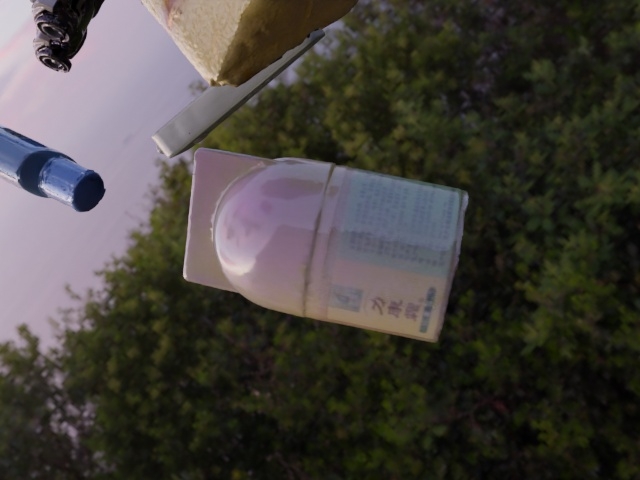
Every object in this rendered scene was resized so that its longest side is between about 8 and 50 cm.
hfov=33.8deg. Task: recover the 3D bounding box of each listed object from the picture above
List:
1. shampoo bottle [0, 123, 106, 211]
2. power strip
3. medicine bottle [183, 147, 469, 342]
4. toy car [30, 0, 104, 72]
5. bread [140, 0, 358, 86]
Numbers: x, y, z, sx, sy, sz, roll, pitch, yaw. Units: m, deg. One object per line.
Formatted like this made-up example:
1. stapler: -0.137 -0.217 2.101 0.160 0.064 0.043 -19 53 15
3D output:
1. shampoo bottle: -0.375 -0.101 1.308 0.104 0.258 0.061 13 -81 -60
2. power strip: -0.154 -0.261 1.840 0.385 0.062 0.091 -36 4 27
3. medicine bottle: 0.000 0.000 1.568 0.236 0.406 0.236 11 -90 -86
4. toy car: -0.476 -0.430 1.955 0.301 0.118 0.193 144 147 -70
5. bread: -0.110 -0.363 1.455 0.236 0.263 0.198 -24 -21 -44
